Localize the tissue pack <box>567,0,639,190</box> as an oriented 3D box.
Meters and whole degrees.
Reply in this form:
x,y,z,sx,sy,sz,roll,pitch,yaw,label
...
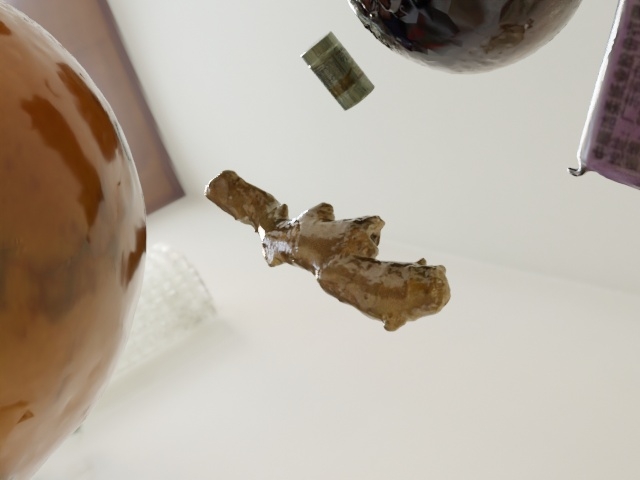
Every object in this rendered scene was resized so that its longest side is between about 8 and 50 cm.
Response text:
x,y,z,sx,sy,sz,roll,pitch,yaw,label
0.286,-0.211,0.701,0.122,0.259,0.361,23,-70,28,tissue pack

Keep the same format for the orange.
x,y,z,sx,sy,sz,roll,pitch,yaw,label
-0.237,0.006,0.513,0.312,0.312,0.312,41,-32,33,orange

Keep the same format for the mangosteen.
x,y,z,sx,sy,sz,roll,pitch,yaw,label
0.144,-0.321,1.061,0.297,0.293,0.297,26,-31,17,mangosteen

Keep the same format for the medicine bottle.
x,y,z,sx,sy,sz,roll,pitch,yaw,label
0.020,-0.195,1.248,0.083,0.047,0.047,50,-24,-12,medicine bottle

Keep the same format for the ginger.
x,y,z,sx,sy,sz,roll,pitch,yaw,label
0.000,0.000,0.963,0.288,0.089,0.075,31,-1,43,ginger
